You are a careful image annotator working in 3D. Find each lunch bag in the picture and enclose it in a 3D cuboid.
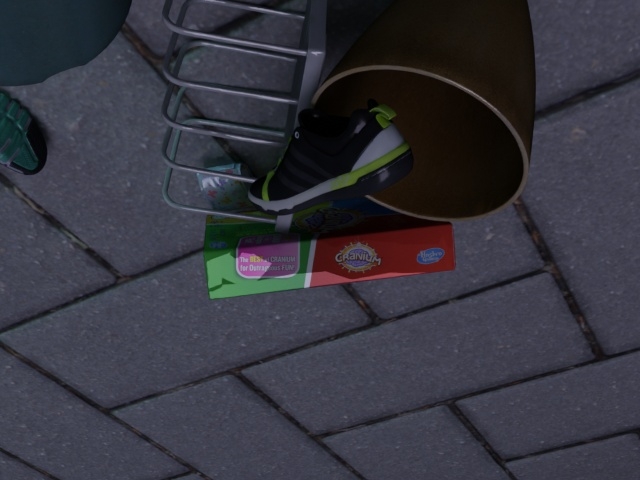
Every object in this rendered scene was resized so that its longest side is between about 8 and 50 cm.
[{"bbox_3d":[-0.137,-0.085,1.141,0.071,0.053,0.083,-10,147,13],"label":"lunch bag"}]

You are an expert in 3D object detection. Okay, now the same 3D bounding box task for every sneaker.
[{"bbox_3d":[0.000,-0.094,0.809,0.235,0.084,0.097,-11,111,45],"label":"sneaker"},{"bbox_3d":[-0.478,-0.170,1.046,0.098,0.083,0.223,-4,141,40],"label":"sneaker"}]

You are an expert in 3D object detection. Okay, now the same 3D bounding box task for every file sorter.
[{"bbox_3d":[-0.097,-0.180,0.935,0.173,0.192,0.277,8,137,-5],"label":"file sorter"}]

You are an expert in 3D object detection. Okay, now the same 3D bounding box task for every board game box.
[{"bbox_3d":[0.000,0.000,1.071,0.317,0.242,0.064,-7,104,-6],"label":"board game box"}]

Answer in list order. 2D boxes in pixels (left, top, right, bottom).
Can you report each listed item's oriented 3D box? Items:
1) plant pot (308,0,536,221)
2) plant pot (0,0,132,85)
[{"bbox_3d":[0.143,-0.192,0.855,0.237,0.254,0.237,19,152,11],"label":"plant pot"},{"bbox_3d":[-0.299,-0.320,0.652,0.341,0.341,0.334,7,161,-8],"label":"plant pot"}]
